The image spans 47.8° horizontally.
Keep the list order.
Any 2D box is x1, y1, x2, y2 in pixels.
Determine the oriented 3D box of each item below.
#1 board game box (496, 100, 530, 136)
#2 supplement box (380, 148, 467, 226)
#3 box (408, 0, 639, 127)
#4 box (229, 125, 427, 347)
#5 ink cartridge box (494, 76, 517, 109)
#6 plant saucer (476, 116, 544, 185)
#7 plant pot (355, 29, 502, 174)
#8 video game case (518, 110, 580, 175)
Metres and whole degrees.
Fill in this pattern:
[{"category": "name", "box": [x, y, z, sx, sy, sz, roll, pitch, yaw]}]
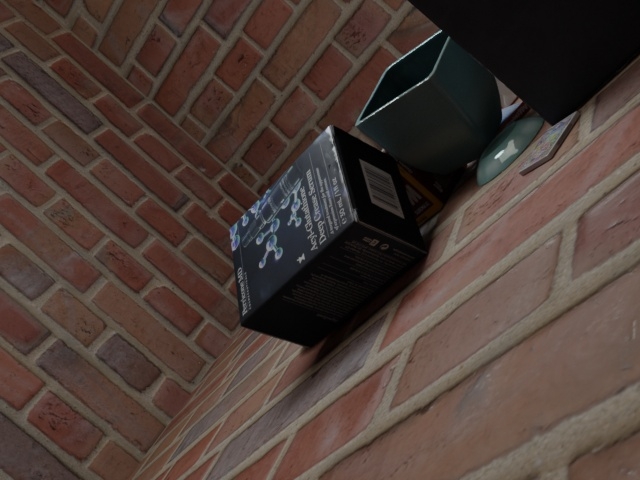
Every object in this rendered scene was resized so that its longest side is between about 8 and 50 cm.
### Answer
[{"category": "board game box", "box": [0.428, -0.274, 1.828, 0.145, 0.027, 0.281, -48, 5, 0]}, {"category": "supplement box", "box": [0.226, -0.163, 1.789, 0.129, 0.191, 0.194, -44, 7, 50]}, {"category": "box", "box": [0.409, -0.547, 1.453, 0.297, 0.480, 0.472, -48, 4, 31]}, {"category": "box", "box": [0.000, 0.000, 1.614, 0.395, 0.212, 0.293, -43, 41, 31]}, {"category": "ink cartridge box", "box": [0.462, -0.403, 2.018, 0.067, 0.115, 0.198, -50, 4, -3]}, {"category": "plant saucer", "box": [0.391, -0.200, 1.536, 0.195, 0.037, 0.195, -49, 5, 6]}, {"category": "plant pot", "box": [0.281, -0.303, 1.672, 0.247, 0.252, 0.248, -28, 27, 46]}, {"category": "video game case", "box": [0.411, -0.174, 1.296, 0.122, 0.011, 0.087, -51, 5, -25]}]
